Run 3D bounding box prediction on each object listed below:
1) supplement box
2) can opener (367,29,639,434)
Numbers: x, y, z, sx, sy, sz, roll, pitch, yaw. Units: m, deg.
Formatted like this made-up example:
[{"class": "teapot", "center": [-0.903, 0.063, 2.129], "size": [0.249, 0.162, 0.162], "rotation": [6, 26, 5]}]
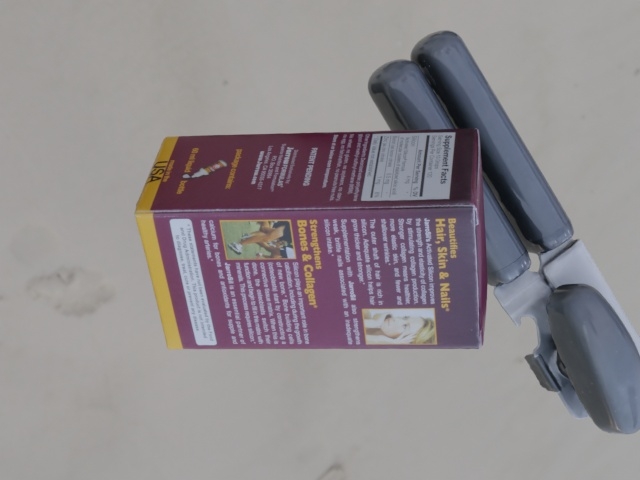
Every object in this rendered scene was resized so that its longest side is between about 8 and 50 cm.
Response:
[{"class": "supplement box", "center": [0.000, 0.000, 0.748], "size": [0.188, 0.080, 0.104], "rotation": [-1, 128, 9]}, {"class": "can opener", "center": [0.134, -0.007, 0.834], "size": [0.074, 0.280, 0.093], "rotation": [-35, -174, -20]}]
